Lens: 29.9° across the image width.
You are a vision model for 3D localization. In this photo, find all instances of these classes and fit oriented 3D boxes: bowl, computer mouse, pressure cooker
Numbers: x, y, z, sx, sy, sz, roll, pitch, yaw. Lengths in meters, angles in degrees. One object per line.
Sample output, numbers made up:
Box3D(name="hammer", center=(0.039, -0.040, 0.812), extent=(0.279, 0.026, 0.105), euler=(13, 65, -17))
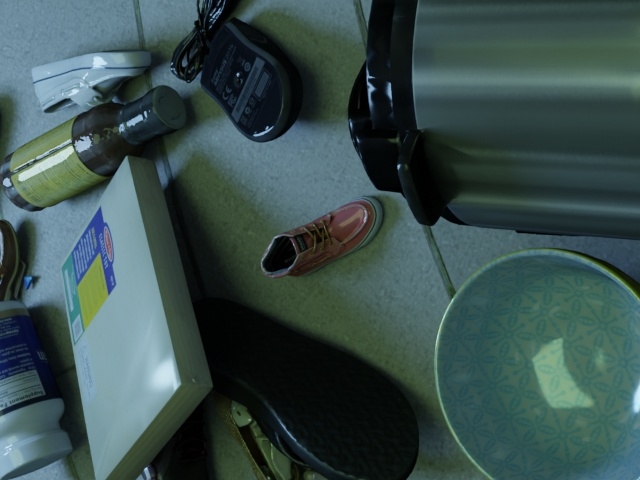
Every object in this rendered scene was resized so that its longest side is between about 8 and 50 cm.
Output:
Box3D(name="bowl", center=(0.291, 0.146, 1.368), extent=(0.290, 0.156, 0.289), euler=(4, 96, 35))
Box3D(name="computer mouse", center=(-0.096, -0.240, 1.671), extent=(0.272, 0.072, 0.188), euler=(52, 124, 34))
Box3D(name="pressure cooker", center=(0.241, -0.190, 1.241), extent=(0.421, 0.370, 0.375), euler=(5, 94, 32))

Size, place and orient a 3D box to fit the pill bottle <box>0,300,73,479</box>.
Box3D(name="pill bottle", center=(-0.509, 0.245, 1.959), extent=(0.153, 0.153, 0.264), euler=(-32, 76, 34))

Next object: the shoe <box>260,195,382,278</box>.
Box3D(name="shoe", center=(0.000, 0.000, 1.610), extent=(0.178, 0.081, 0.063), euler=(-34, 75, 33))

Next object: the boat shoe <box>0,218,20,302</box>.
Box3D(name="boat shoe", center=(-0.548, 0.052, 2.007), extent=(0.064, 0.060, 0.178), euler=(27, 114, 32))

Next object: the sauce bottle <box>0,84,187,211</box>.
Box3D(name="sauce bottle", center=(-0.346, -0.141, 1.829), extent=(0.344, 0.111, 0.111), euler=(-19, 83, 36))

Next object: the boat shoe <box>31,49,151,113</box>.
Box3D(name="boat shoe", center=(-0.346, -0.241, 1.841), extent=(0.258, 0.095, 0.084), euler=(-2, 97, 47))

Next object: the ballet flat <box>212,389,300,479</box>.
Box3D(name="ballet flat", center=(-0.084, 0.273, 1.702), extent=(0.206, 0.073, 0.067), euler=(59, 147, 7))

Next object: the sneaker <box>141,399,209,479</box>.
Box3D(name="sneaker", center=(-0.199, 0.257, 1.768), extent=(0.162, 0.106, 0.281), euler=(-32, 75, 31))

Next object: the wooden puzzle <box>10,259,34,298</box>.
Box3D(name="wooden puzzle", center=(-0.529, 0.053, 2.042), extent=(0.116, 0.014, 0.078), euler=(38, 120, 27))

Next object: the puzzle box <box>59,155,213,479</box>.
Box3D(name="puzzle box", center=(-0.277, 0.113, 1.730), extent=(0.272, 0.052, 0.408), euler=(-51, 44, 37))

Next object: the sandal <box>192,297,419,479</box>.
Box3D(name="sandal", center=(-0.034, 0.214, 1.634), extent=(0.446, 0.168, 0.107), euler=(30, 140, 38))

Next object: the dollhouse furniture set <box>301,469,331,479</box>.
Box3D(name="dollhouse furniture set", center=(0.091, 0.438, 1.598), extent=(0.301, 0.151, 0.197), euler=(14, 98, 64))
